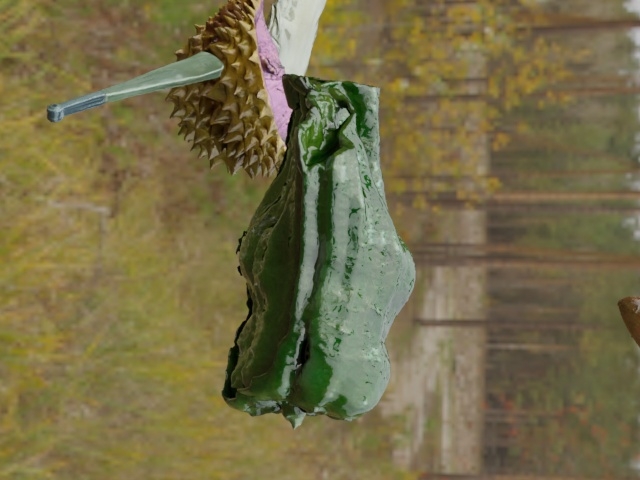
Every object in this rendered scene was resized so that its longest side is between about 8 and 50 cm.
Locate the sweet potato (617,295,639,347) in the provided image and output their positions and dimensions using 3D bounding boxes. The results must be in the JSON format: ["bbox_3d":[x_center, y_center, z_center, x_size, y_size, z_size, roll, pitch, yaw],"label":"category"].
[{"bbox_3d":[0.425,0.155,1.566,0.214,0.050,0.050,58,15,-3],"label":"sweet potato"}]

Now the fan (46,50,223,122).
[{"bbox_3d":[-0.179,-0.148,1.264,0.193,0.038,0.016,-22,139,-32],"label":"fan"}]

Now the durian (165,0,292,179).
[{"bbox_3d":[-0.109,-0.168,1.642,0.260,0.186,0.153,58,33,-36],"label":"durian"}]

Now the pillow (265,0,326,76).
[{"bbox_3d":[-0.035,-0.321,1.823,0.128,0.051,0.229,12,93,-69],"label":"pillow"}]

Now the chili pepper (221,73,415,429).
[{"bbox_3d":[0.011,0.001,1.317,0.213,0.167,0.385,156,-58,-65],"label":"chili pepper"}]
